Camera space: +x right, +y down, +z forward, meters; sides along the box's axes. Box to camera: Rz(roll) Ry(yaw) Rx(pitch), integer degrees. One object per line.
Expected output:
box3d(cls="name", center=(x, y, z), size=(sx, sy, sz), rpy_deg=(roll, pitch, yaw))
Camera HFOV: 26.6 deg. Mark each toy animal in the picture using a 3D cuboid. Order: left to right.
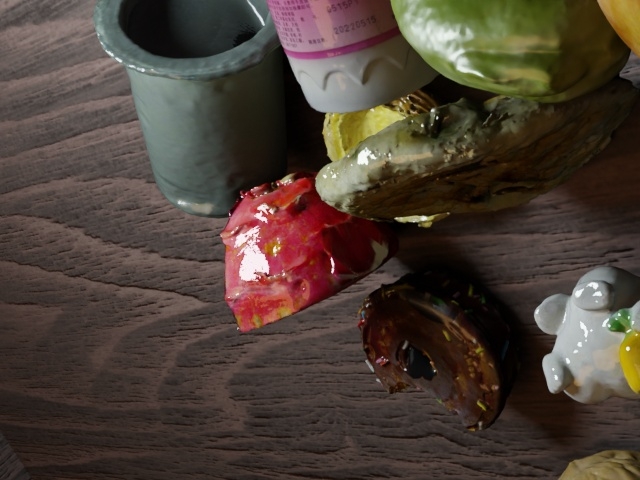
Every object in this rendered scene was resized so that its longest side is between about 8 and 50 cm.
box3d(cls="toy animal", center=(0.396, 0.114, 1.437), size=(0.325, 0.154, 0.208), rpy_deg=(-13, 91, 31))

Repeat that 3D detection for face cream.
box3d(cls="face cream", center=(0.034, -0.259, 1.464), size=(0.175, 0.175, 0.195), rpy_deg=(7, 126, 45))

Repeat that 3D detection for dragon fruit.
box3d(cls="dragon fruit", center=(0.000, 0.000, 1.683), size=(0.189, 0.262, 0.163), rpy_deg=(15, 122, 39))

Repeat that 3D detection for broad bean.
box3d(cls="broad bean", center=(0.186, -0.239, 1.247), size=(0.119, 0.238, 0.291), rpy_deg=(56, -175, -47))

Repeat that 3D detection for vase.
box3d(cls="vase", center=(-0.146, -0.183, 1.701), size=(0.245, 0.245, 0.291), rpy_deg=(31, 147, 25))

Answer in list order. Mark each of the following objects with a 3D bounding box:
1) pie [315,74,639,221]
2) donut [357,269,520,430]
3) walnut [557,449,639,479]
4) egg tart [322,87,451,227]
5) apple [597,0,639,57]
box3d(cls="pie", center=(0.163, -0.085, 1.370), size=(0.339, 0.339, 0.077), rpy_deg=(-34, 71, 55))
box3d(cls="donut", center=(0.157, 0.131, 1.762), size=(0.230, 0.096, 0.216), rpy_deg=(12, 128, 42))
box3d(cls="walnut", center=(0.373, 0.356, 1.653), size=(0.213, 0.213, 0.213), rpy_deg=(29, 140, 28))
box3d(cls="egg tart", center=(0.100, -0.115, 1.600), size=(0.213, 0.090, 0.212), rpy_deg=(31, 141, 29))
box3d(cls="apple", center=(0.344, -0.245, 1.044), size=(0.286, 0.286, 0.233), rpy_deg=(5, 143, 46))
